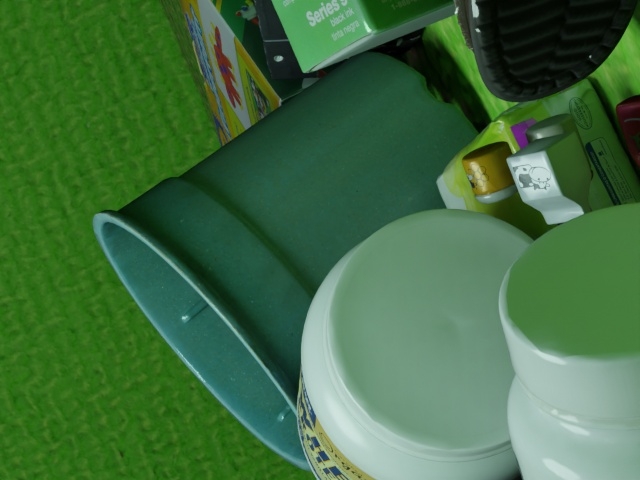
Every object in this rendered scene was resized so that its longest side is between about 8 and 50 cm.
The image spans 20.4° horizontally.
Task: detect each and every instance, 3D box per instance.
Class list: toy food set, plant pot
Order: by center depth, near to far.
[{"bbox_3d":[0.221,-0.041,1.323,0.232,0.111,0.105,-10,107,48],"label":"toy food set"},{"bbox_3d":[0.000,0.000,1.836,0.341,0.334,0.341,43,164,16],"label":"plant pot"}]

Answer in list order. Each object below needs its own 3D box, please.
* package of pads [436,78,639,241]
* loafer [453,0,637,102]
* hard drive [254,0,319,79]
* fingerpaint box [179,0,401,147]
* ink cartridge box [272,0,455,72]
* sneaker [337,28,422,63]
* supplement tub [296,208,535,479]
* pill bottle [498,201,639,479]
[{"bbox_3d":[0.206,-0.004,1.569,0.229,0.101,0.296,64,170,6],"label":"package of pads"},{"bbox_3d":[0.142,-0.271,1.238,0.130,0.133,0.366,-121,20,-53],"label":"loafer"},{"bbox_3d":[-0.041,-0.365,1.859,0.339,0.064,0.237,77,-168,-52],"label":"hard drive"},{"bbox_3d":[-0.019,-0.156,2.221,0.371,0.163,0.445,56,166,41],"label":"fingerpaint box"},{"bbox_3d":[0.035,-0.305,1.365,0.121,0.211,0.289,-22,93,62],"label":"ink cartridge box"},{"bbox_3d":[0.041,-0.289,1.825,0.300,0.111,0.121,83,179,-61],"label":"sneaker"},{"bbox_3d":[0.095,0.115,1.488,0.228,0.228,0.316,63,170,16],"label":"supplement tub"},{"bbox_3d":[0.248,0.166,1.258,0.204,0.204,0.361,51,164,55],"label":"pill bottle"}]
